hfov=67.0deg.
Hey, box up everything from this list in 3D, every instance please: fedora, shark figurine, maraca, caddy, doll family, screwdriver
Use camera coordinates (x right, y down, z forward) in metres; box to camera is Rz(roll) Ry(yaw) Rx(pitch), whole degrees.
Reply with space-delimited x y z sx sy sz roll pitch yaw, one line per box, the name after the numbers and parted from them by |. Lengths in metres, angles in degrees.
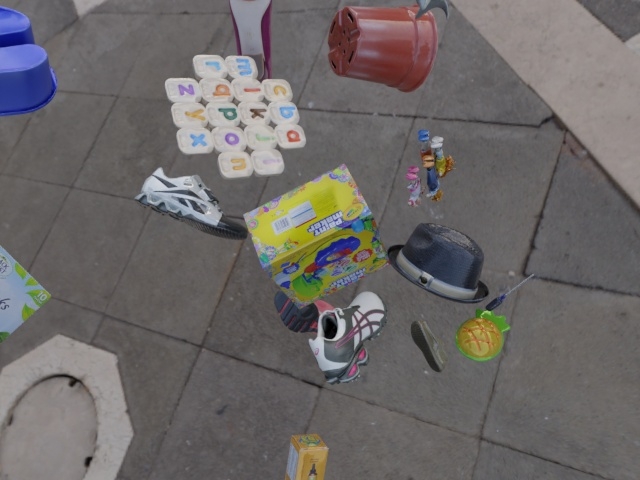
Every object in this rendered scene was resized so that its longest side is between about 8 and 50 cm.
0.374 0.047 1.467 0.334 0.334 0.153 31 115 27 | fedora
0.227 -0.601 1.113 0.116 0.278 0.166 2 108 20 | shark figurine
0.462 0.266 1.378 0.127 0.099 0.185 32 56 25 | maraca
-0.807 -0.404 1.131 0.341 0.179 0.241 -20 70 -37 | caddy
0.351 -0.210 1.504 0.118 0.163 0.263 7 57 25 | doll family
0.517 0.140 1.326 0.025 0.024 0.170 50 124 21 | screwdriver

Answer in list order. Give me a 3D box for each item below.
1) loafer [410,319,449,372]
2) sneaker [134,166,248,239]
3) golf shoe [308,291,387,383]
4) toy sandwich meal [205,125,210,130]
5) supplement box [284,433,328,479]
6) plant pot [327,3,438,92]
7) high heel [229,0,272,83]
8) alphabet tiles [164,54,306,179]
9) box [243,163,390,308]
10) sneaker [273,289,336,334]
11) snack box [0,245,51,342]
0.277 0.261 1.225 0.050 0.056 0.148 -31 100 -30 | loafer
-0.345 -0.110 1.378 0.330 0.122 0.146 24 74 -4 | sneaker
0.065 0.179 1.045 0.105 0.120 0.273 -26 18 33 | golf shoe
-0.429 -0.402 1.695 0.085 0.029 0.086 0 93 -4 | toy sandwich meal
-0.043 0.612 1.214 0.080 0.078 0.233 -154 72 -67 | supplement box
0.181 -0.619 1.535 0.265 0.272 0.272 -5 61 -26 | plant pot
-0.204 -0.628 1.443 0.127 0.181 0.377 2 89 -5 | high heel
-0.175 -0.263 1.023 0.278 0.021 0.284 -10 77 -27 | alphabet tiles
0.000 0.000 1.277 0.290 0.279 0.177 -27 57 3 | box
-0.032 0.237 1.569 0.116 0.314 0.136 -51 28 9 | sneaker
-0.373 0.046 0.504 0.037 0.141 0.100 12 51 35 | snack box
